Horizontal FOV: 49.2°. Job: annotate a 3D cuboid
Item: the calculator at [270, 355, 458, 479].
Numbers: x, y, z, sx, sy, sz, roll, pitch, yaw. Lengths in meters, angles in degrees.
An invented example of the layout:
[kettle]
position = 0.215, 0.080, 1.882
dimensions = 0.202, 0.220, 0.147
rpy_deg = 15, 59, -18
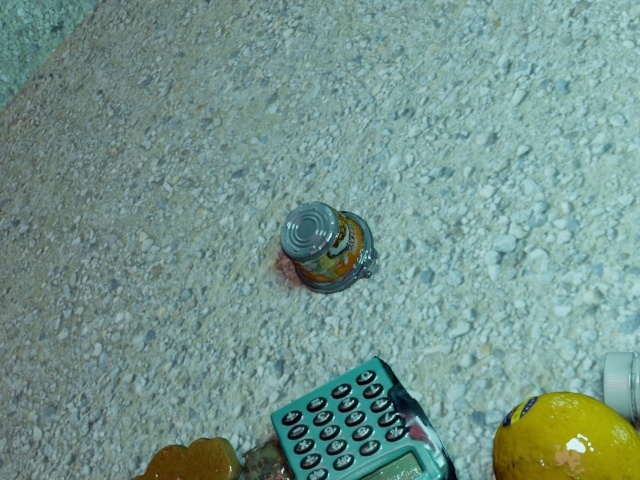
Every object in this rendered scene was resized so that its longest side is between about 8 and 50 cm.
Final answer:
[calculator]
position = 0.063, 0.344, 1.183
dimensions = 0.248, 0.058, 0.274
rpy_deg = -27, 54, -2

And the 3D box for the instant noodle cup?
[instant noodle cup]
position = 0.000, 0.000, 1.371
dimensions = 0.208, 0.125, 0.177
rpy_deg = 0, 67, 29

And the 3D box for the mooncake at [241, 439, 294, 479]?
[mooncake]
position = -0.078, 0.422, 1.250
dimensions = 0.125, 0.073, 0.130
rpy_deg = -22, 60, 18

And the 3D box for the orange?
[orange]
position = 0.347, 0.314, 0.970
dimensions = 0.219, 0.219, 0.193
rpy_deg = 24, 36, 38

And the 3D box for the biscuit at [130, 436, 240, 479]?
[biscuit]
position = -0.288, 0.506, 1.345
dimensions = 0.334, 0.047, 0.202
rpy_deg = -41, 54, 9

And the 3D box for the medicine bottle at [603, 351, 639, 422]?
[medicine bottle]
position = 0.499, 0.213, 1.000
dimensions = 0.168, 0.105, 0.105
rpy_deg = -2, 67, 29
